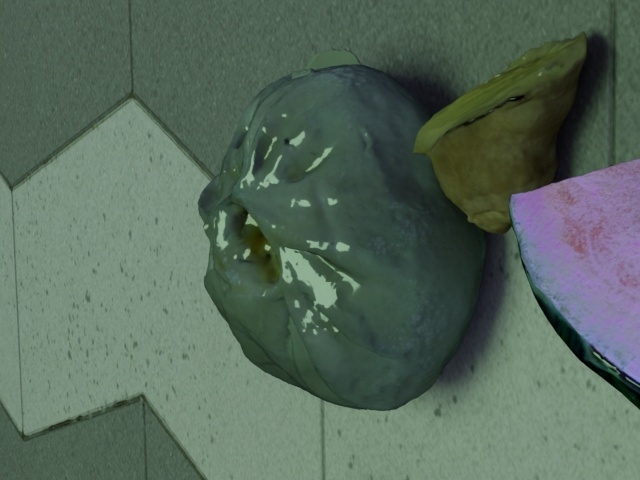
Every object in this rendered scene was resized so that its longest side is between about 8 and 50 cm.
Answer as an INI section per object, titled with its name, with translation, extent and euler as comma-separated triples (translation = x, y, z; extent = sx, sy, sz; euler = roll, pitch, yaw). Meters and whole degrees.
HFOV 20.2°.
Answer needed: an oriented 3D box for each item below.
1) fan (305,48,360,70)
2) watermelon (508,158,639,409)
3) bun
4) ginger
[fan]
translation = 0.047, -0.079, 1.787
extent = 0.310, 0.010, 0.182
euler = 43, 131, 51
[watermelon]
translation = 0.323, 0.075, 1.171
extent = 0.222, 0.319, 0.292
euler = 63, -172, -57
[bun]
translation = -0.001, 0.005, 1.689
extent = 0.354, 0.194, 0.354
euler = 25, 119, 55
[ginger]
translation = 0.169, -0.087, 1.488
extent = 0.122, 0.115, 0.193
euler = 58, 141, 2
